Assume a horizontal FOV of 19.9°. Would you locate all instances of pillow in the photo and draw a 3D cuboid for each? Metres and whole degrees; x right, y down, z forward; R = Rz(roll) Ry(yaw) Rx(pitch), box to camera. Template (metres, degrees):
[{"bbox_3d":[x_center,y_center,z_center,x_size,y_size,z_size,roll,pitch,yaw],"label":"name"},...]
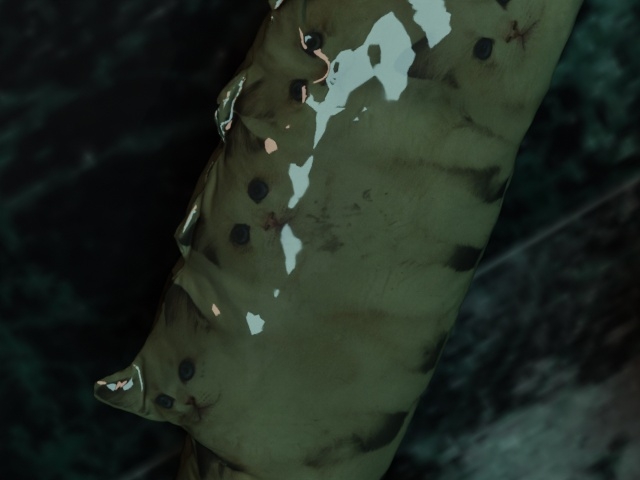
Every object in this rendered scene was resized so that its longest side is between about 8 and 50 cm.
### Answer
[{"bbox_3d":[0.000,-0.001,0.489,0.093,0.051,0.241,9,116,-29],"label":"pillow"}]
